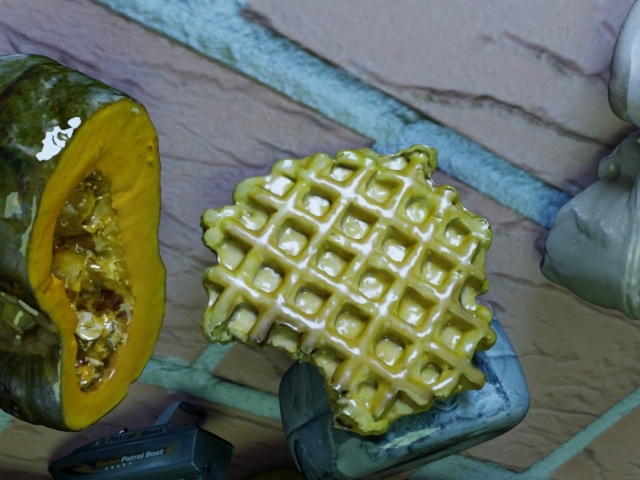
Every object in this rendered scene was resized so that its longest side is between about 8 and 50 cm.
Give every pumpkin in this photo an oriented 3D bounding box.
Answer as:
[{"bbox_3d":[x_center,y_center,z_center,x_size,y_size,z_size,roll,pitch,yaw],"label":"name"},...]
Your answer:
[{"bbox_3d":[-0.212,-0.002,0.668,0.139,0.221,0.317,13,132,13],"label":"pumpkin"}]

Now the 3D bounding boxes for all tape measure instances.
[{"bbox_3d":[0.086,0.166,0.874,0.256,0.147,0.275,-22,159,6],"label":"tape measure"}]

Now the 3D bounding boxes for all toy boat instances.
[{"bbox_3d":[-0.221,0.258,0.969,0.246,0.103,0.093,-15,148,20],"label":"toy boat"}]

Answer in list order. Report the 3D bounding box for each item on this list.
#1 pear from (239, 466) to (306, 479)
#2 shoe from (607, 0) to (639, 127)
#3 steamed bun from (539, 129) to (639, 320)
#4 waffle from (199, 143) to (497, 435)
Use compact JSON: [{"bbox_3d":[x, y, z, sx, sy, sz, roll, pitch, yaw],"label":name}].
[{"bbox_3d":[-0.037,0.415,1.030,0.307,0.252,0.253,-27,131,16],"label":"pear"},{"bbox_3d":[0.424,-0.151,0.661,0.351,0.198,0.171,-15,131,-1],"label":"shoe"},{"bbox_3d":[0.350,0.000,0.815,0.218,0.144,0.211,4,130,-16],"label":"steamed bun"},{"bbox_3d":[0.029,0.041,0.731,0.291,0.291,0.051,-5,166,-8],"label":"waffle"}]
